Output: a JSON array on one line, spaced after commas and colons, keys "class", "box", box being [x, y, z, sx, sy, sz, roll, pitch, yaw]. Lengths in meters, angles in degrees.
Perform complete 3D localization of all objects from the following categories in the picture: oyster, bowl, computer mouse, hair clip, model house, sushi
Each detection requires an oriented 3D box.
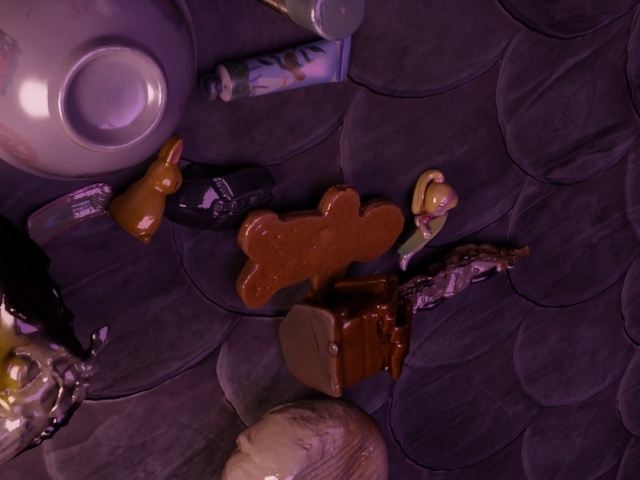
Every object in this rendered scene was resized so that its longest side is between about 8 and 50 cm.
[{"class": "oyster", "box": [0.260, 0.066, 1.779, 0.345, 0.079, 0.129, -21, 147, -23]}, {"class": "bowl", "box": [-0.291, -0.209, 1.212, 0.345, 0.157, 0.346, -15, 123, -25]}, {"class": "computer mouse", "box": [-0.153, -0.064, 1.443, 0.192, 0.062, 0.106, -7, 120, -27]}, {"class": "hair clip", "box": [-0.362, -0.039, 1.349, 0.137, 0.022, 0.054, -30, 130, -27]}, {"class": "model house", "box": [0.065, 0.151, 1.612, 0.229, 0.219, 0.199, -19, 116, -30]}, {"class": "sushi", "box": [-0.465, 0.119, 1.201, 0.281, 0.294, 0.299, -49, 131, 3]}]

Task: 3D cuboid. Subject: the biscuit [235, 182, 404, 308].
[{"class": "biscuit", "box": [0.000, 0.000, 1.577, 0.339, 0.047, 0.216, -19, 134, -31]}]

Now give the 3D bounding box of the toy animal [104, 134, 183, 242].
[{"class": "toy animal", "box": [-0.238, -0.079, 1.365, 0.159, 0.083, 0.070, -57, 144, -2]}]

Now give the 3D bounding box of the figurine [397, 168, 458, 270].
[{"class": "figurine", "box": [0.182, -0.035, 1.665, 0.083, 0.083, 0.187, 20, 103, -38]}]

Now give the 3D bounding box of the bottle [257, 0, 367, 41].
[{"class": "bottle", "box": [-0.043, -0.335, 1.207, 0.082, 0.286, 0.082, -16, 124, -24]}]

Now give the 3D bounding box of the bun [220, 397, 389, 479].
[{"class": "bun", "box": [-0.042, 0.448, 1.710, 0.365, 0.219, 0.365, -21, 121, -40]}]

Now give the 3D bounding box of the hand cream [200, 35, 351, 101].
[{"class": "hand cream", "box": [-0.060, -0.259, 1.402, 0.256, 0.055, 0.088, -19, 130, -30]}]
